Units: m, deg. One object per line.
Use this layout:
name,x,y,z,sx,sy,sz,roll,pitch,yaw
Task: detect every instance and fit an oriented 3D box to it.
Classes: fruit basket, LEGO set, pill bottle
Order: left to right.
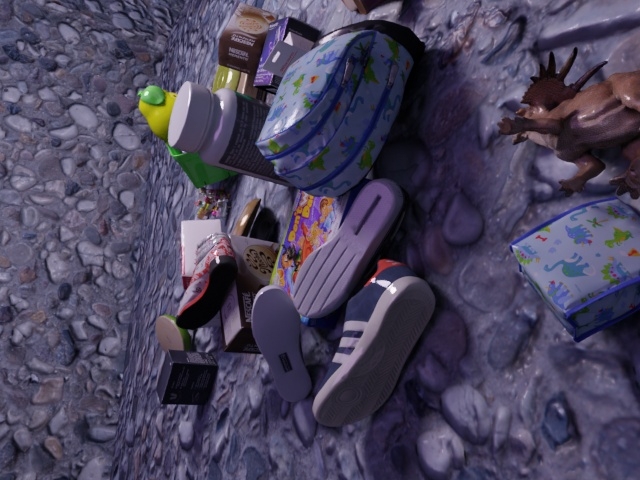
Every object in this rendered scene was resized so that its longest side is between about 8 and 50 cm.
fruit basket,-0.481,-0.415,1.809,0.392,0.282,0.392,60,165,28
LEGO set,-0.446,-0.154,1.916,0.287,0.107,0.132,2,81,59
pill bottle,-0.204,-0.282,1.321,0.204,0.361,0.204,-27,57,52
LEGO set,-0.065,0.038,1.164,0.054,0.023,0.083,-48,55,43

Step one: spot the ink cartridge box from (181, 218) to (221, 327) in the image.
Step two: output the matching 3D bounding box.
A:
ink cartridge box,-0.378,0.113,1.592,0.306,0.131,0.226,104,158,-47

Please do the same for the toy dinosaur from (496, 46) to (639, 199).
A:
toy dinosaur,0.357,-0.164,0.614,0.295,0.127,0.200,5,47,43

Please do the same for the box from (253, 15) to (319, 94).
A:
box,-0.108,-0.558,1.509,0.153,0.108,0.207,26,102,59

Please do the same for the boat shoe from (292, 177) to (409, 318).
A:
boat shoe,0.073,0.029,0.993,0.121,0.119,0.335,49,114,28

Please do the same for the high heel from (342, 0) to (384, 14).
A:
high heel,0.129,-0.655,1.202,0.181,0.127,0.377,-35,40,10

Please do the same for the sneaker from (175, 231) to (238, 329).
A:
sneaker,-0.300,0.102,1.284,0.270,0.090,0.145,-54,38,29

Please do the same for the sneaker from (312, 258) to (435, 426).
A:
sneaker,0.083,0.190,0.930,0.350,0.131,0.148,-59,28,18

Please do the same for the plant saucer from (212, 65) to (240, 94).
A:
plant saucer,-0.356,-0.589,1.825,0.241,0.037,0.241,-31,52,52

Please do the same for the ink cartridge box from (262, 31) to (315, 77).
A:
ink cartridge box,-0.059,-0.487,1.330,0.104,0.181,0.062,-43,45,43

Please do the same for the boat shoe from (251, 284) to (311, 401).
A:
boat shoe,-0.089,0.222,1.121,0.102,0.108,0.301,-124,17,-63

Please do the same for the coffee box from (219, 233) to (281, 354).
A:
coffee box,-0.176,0.143,1.313,0.119,0.168,0.297,-51,40,37

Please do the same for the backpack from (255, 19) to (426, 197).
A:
backpack,0.025,-0.260,1.004,0.290,0.273,0.356,2,77,48

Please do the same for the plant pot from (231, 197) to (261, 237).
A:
plant pot,-0.242,-0.026,1.507,0.236,0.032,0.236,-157,90,-87

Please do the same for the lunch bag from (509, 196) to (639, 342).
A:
lunch bag,0.334,0.027,0.597,0.151,0.096,0.129,-34,45,11

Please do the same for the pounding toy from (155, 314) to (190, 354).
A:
pounding toy,-0.526,0.380,1.891,0.183,0.110,0.237,-15,96,44

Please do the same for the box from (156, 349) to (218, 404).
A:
box,-0.448,0.460,1.653,0.093,0.158,0.156,34,108,57

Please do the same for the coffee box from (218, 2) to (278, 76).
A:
coffee box,-0.237,-0.672,1.641,0.098,0.141,0.247,110,173,-52

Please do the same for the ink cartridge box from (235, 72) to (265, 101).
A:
ink cartridge box,-0.277,-0.557,1.802,0.234,0.088,0.193,12,91,60

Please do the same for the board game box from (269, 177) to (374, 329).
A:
board game box,0.000,0.000,1.163,0.233,0.078,0.347,32,107,58
